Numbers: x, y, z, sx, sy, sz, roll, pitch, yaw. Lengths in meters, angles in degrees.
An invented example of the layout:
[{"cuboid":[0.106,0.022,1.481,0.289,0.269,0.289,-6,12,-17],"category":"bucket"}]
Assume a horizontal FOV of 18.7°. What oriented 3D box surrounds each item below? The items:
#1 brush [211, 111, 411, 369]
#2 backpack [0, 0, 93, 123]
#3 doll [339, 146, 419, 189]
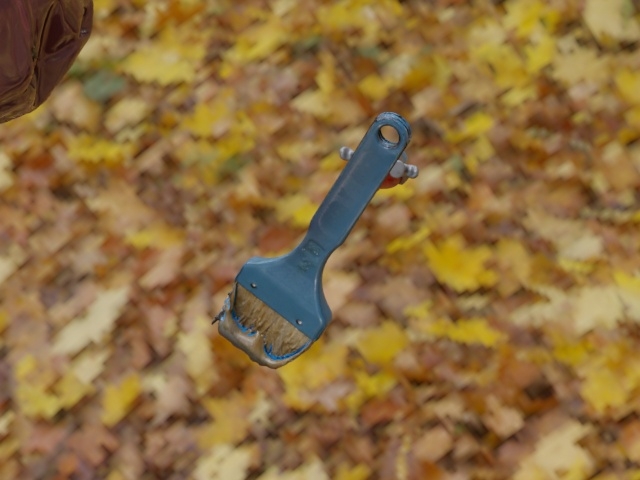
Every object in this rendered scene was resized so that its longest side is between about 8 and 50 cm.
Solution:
[{"cuboid":[0.000,0.000,0.923,0.164,0.051,0.014,-58,-5,37],"category":"brush"},{"cuboid":[-0.319,-0.227,1.494,0.197,0.317,0.283,-21,14,43],"category":"backpack"},{"cuboid":[0.047,-0.060,1.542,0.057,0.039,0.114,-13,-3,3],"category":"doll"}]
